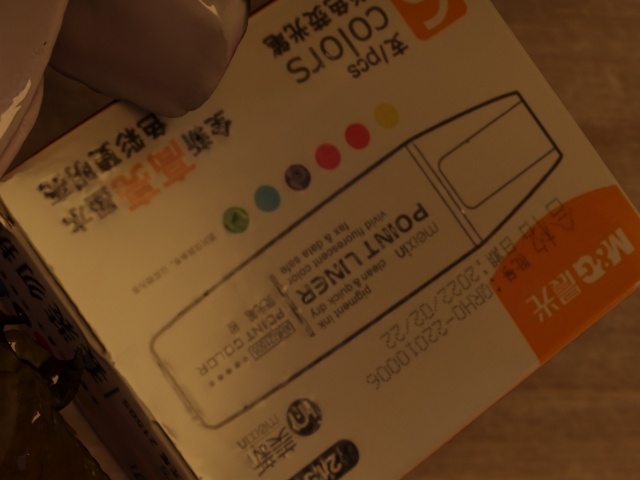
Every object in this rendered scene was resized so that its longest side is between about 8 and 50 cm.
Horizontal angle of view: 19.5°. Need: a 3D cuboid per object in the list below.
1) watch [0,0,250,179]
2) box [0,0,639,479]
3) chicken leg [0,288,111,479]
[{"bbox_3d":[-0.146,-0.085,0.681,0.196,0.244,0.231,21,61,15],"label":"watch"},{"bbox_3d":[0.000,0.000,0.873,0.274,0.091,0.220,-38,93,-25],"label":"box"},{"bbox_3d":[-0.143,0.157,0.745,0.211,0.140,0.361,-36,96,-19],"label":"chicken leg"}]
